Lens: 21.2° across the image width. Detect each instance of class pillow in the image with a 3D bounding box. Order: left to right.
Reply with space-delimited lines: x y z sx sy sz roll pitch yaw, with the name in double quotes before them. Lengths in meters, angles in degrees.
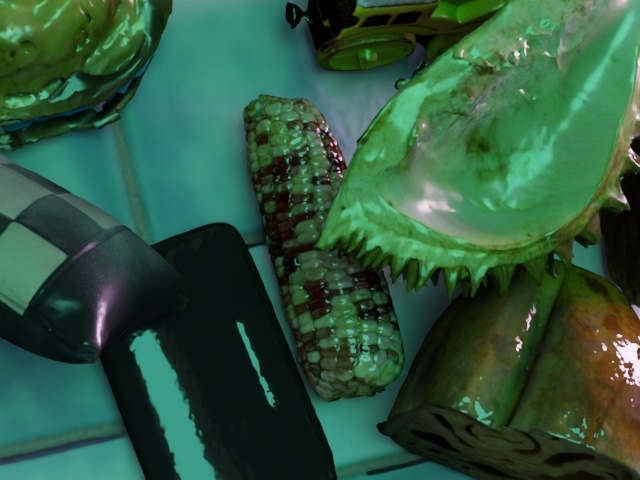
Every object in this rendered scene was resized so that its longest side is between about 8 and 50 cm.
"pillow" -0.226 0.000 1.194 0.250 0.186 0.106 31 106 10

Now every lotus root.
"lotus root" 0.170 0.096 1.293 0.188 0.199 0.180 27 71 -16

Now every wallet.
"wallet" -0.086 0.105 1.297 0.149 0.044 0.250 -18 82 -24

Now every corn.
"corn" 0.000 0.000 1.326 0.086 0.086 0.253 -12 78 -19

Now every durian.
"durian" 0.145 -0.105 1.291 0.394 0.163 0.198 -49 113 -12

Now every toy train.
"toy train" 0.125 -0.205 1.377 0.296 0.160 0.100 -7 75 -20

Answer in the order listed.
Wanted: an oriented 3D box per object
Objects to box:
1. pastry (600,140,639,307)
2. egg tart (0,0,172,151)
"pastry" 0.290 -0.036 1.377 0.093 0.182 0.192 0 65 -14
"egg tart" -0.243 -0.207 1.291 0.291 0.107 0.291 4 75 -15
